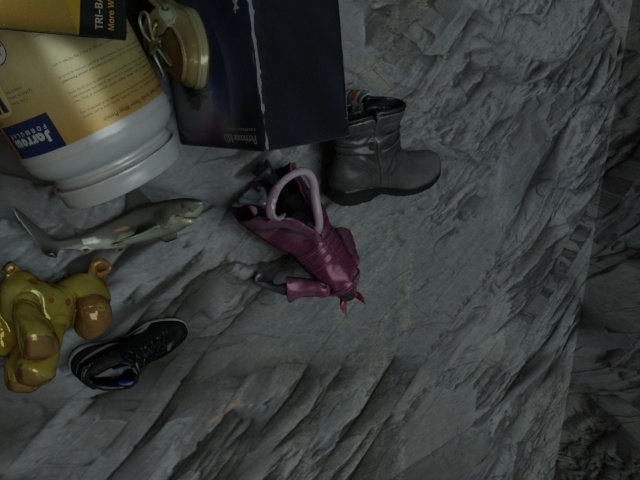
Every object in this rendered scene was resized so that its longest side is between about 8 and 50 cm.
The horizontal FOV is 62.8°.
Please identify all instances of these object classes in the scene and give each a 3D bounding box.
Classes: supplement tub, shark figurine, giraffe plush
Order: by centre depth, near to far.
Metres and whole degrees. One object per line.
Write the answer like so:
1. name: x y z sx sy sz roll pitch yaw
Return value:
1. supplement tub: -0.355 -0.226 0.736 0.228 0.228 0.316 -38 121 -26
2. giraffe plush: -0.413 0.115 0.836 0.170 0.181 0.210 -8 71 -48
3. shark figurine: -0.346 -0.040 0.893 0.278 0.166 0.116 -14 84 -18

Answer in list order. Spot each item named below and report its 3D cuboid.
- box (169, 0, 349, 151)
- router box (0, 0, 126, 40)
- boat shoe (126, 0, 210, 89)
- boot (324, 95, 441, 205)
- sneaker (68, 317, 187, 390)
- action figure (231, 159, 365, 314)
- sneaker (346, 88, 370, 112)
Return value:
1. box: -0.119 -0.307 0.864 0.182 0.296 0.294 -19 111 -35
2. router box: -0.315 -0.364 0.492 0.242 0.081 0.309 -12 120 -40
3. boat shoe: -0.250 -0.319 0.790 0.089 0.285 0.105 -12 138 -34
4. boot: 0.165 -0.212 1.173 0.338 0.118 0.223 -20 135 -32
5. sneaker: -0.320 0.210 0.934 0.216 0.121 0.079 -17 111 -35
6. action figure: 0.000 0.000 1.063 0.370 0.275 0.248 51 61 -19
7. sneaker: 0.102 -0.265 1.194 0.057 0.075 0.161 -29 117 -30
